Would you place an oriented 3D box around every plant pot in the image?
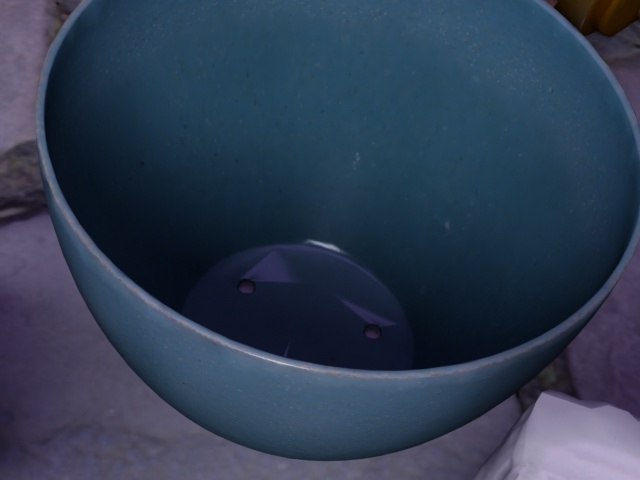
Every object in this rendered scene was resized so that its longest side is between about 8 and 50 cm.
[{"bbox_3d":[0.000,0.000,0.694,0.290,0.195,0.290,5,52,-7],"label":"plant pot"}]

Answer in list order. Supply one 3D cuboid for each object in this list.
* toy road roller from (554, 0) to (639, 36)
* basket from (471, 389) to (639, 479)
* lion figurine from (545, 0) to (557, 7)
[{"bbox_3d":[0.295,-0.260,0.965,0.329,0.202,0.240,-35,77,-26],"label":"toy road roller"},{"bbox_3d":[0.141,0.280,0.420,0.331,0.328,0.266,23,56,6],"label":"basket"},{"bbox_3d":[0.023,-0.274,0.958,0.240,0.142,0.392,5,47,-16],"label":"lion figurine"}]
